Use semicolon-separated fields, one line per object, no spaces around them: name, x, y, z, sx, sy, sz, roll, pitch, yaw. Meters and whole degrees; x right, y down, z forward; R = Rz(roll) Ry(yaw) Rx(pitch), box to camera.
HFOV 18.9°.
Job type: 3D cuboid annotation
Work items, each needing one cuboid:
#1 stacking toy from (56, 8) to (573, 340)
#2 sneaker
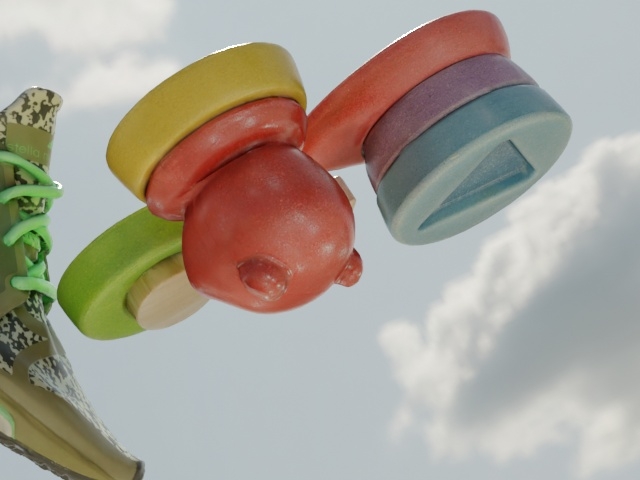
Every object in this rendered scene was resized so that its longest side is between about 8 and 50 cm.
stacking toy;0.000;0.000;1.173;0.309;0.130;0.279;-17;-25;-39
sneaker;-0.224;-0.019;1.239;0.182;0.410;0.158;-38;-4;-5
